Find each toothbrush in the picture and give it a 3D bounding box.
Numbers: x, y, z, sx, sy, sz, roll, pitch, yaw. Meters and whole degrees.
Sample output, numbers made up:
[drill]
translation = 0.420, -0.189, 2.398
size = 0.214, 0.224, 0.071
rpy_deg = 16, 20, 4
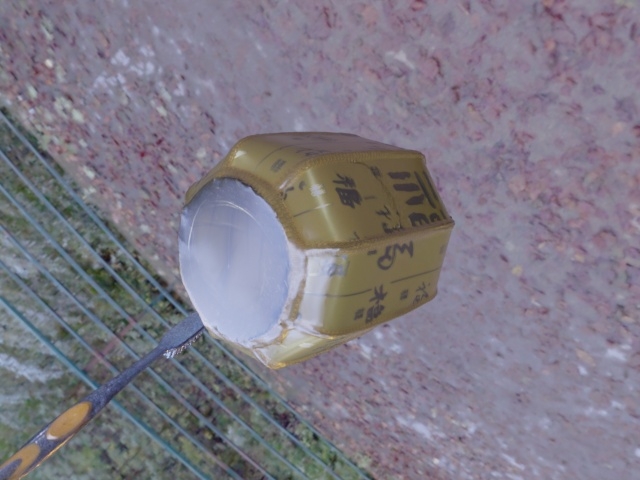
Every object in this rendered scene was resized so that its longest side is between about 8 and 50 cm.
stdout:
[toothbrush]
translation = -0.207, 0.152, 0.500
size = 0.023, 0.321, 0.031
rpy_deg = 40, 141, 15

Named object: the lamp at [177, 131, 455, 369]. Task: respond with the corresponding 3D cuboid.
[lamp]
translation = 0.000, 0.000, 0.454
size = 0.161, 0.185, 0.162
rpy_deg = 10, 105, 40
